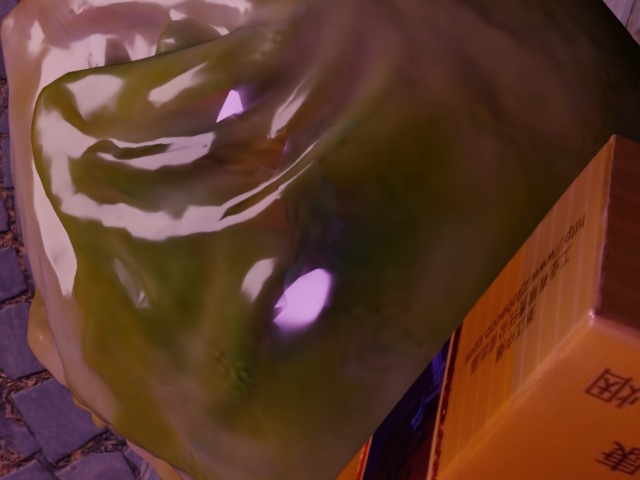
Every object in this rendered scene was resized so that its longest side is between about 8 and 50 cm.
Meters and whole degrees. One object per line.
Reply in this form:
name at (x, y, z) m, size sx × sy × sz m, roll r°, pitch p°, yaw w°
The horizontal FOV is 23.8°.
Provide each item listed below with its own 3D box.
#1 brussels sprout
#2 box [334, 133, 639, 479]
brussels sprout at (0.000, 0.000, 0.657) m, size 0.344 × 0.344 × 0.268 m, roll -66°, pitch -14°, yaw 16°
box at (0.093, 0.088, 0.455) m, size 0.237 × 0.152 × 0.070 m, roll 122°, pitch 167°, yaw -46°
